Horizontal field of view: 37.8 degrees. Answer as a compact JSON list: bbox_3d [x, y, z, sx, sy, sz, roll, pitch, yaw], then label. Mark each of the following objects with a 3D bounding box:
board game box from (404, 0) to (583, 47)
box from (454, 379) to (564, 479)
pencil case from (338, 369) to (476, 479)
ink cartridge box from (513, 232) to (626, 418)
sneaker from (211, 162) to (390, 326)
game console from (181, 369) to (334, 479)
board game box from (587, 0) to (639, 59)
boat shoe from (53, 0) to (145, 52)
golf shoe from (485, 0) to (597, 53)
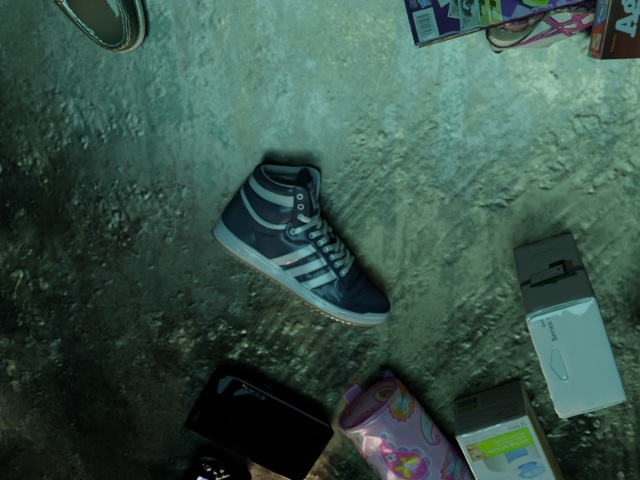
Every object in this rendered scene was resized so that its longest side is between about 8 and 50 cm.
[{"bbox_3d":[0.171,-0.424,1.105,0.208,0.056,0.347,-13,96,16],"label":"board game box"},{"bbox_3d":[0.292,0.333,1.414,0.114,0.103,0.203,-20,108,14],"label":"box"},{"bbox_3d":[0.144,0.339,1.430,0.124,0.124,0.284,-34,104,18],"label":"pencil case"},{"bbox_3d":[0.330,0.109,1.255,0.092,0.219,0.160,-18,109,13],"label":"ink cartridge box"},{"bbox_3d":[0.000,0.000,1.313,0.282,0.099,0.153,30,114,-3],"label":"sneaker"},{"bbox_3d":[-0.144,0.377,1.513,0.213,0.044,0.361,28,113,-5],"label":"game console"},{"bbox_3d":[0.407,-0.360,1.121,0.145,0.027,0.281,-7,115,-24],"label":"board game box"},{"bbox_3d":[-0.334,-0.373,1.201,0.109,0.091,0.305,-25,107,15],"label":"boat shoe"},{"bbox_3d":[0.300,-0.288,1.190,0.186,0.067,0.086,-11,152,0],"label":"golf shoe"}]
